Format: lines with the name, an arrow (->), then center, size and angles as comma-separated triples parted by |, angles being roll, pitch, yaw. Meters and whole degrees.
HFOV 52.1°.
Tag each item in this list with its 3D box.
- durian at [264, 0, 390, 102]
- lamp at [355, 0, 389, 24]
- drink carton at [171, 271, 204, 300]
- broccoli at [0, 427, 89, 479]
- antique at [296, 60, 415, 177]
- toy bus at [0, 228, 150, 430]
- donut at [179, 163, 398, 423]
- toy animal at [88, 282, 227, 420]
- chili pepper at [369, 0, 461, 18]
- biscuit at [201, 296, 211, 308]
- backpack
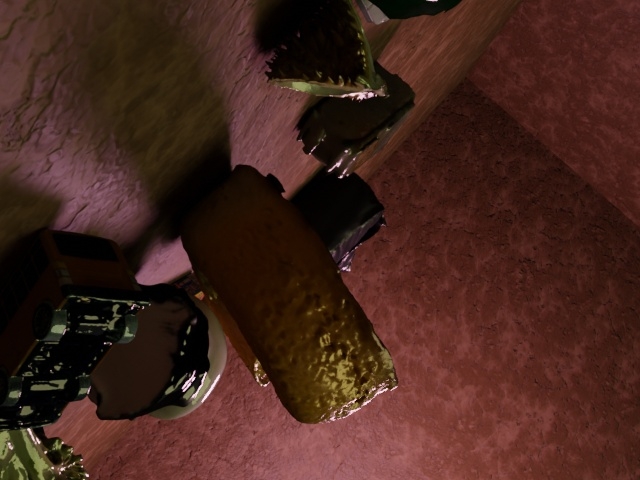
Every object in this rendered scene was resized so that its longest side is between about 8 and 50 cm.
durian -> 0.018, -0.207, 0.774 | 0.144, 0.139, 0.252 | -44, 177, 6
lamp -> 0.154, -0.362, 0.778 | 0.269, 0.047, 0.266 | -28, -179, 14
drink carton -> -0.289, 0.122, 1.305 | 0.071, 0.056, 0.165 | -58, 174, 18
broccoli -> -0.436, 0.312, 0.881 | 0.247, 0.262, 0.243 | -107, -156, -56
antique -> 0.064, -0.221, 1.257 | 0.150, 0.125, 0.284 | -53, 175, 40
toy bus -> -0.276, 0.092, 0.659 | 0.201, 0.114, 0.098 | -49, 147, 21
donut -> -0.085, 0.081, 1.007 | 0.163, 0.378, 0.435 | -33, -170, -13
toy animal -> -0.253, 0.164, 0.965 | 0.212, 0.212, 0.267 | -47, 170, -9
chili pepper -> 0.093, -0.290, 0.476 | 0.165, 0.174, 0.261 | -50, -176, -39
biscuit -> -0.352, 0.228, 1.659 | 0.287, 0.057, 0.344 | -47, 176, -20
backpack -> 0.000, 0.000, 1.949 | 0.363, 0.255, 0.446 | -40, 177, -20
